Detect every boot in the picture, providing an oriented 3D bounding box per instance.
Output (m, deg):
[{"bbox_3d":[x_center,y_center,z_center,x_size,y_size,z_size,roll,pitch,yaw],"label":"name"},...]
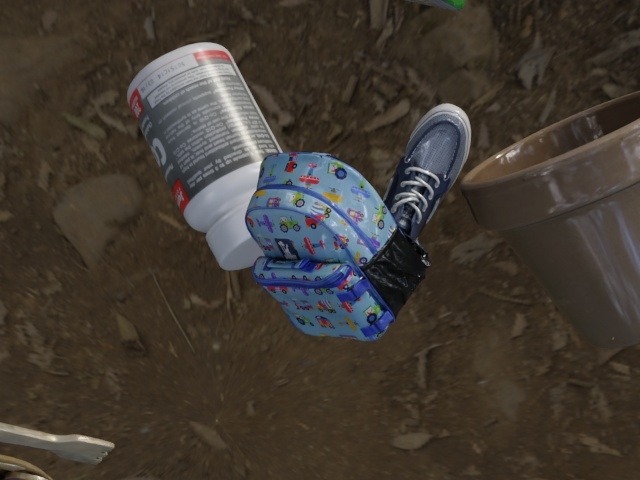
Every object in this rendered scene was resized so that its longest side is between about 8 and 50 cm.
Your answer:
[{"bbox_3d":[0.108,-0.052,1.196,0.069,0.086,0.190,22,121,1],"label":"boot"}]

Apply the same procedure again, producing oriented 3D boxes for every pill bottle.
[{"bbox_3d":[-0.138,-0.113,1.504,0.161,0.161,0.283,-25,75,-9],"label":"pill bottle"}]

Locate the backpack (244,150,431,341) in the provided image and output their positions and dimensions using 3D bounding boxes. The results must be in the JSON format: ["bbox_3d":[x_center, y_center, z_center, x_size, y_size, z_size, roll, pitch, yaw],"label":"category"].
[{"bbox_3d":[0.000,0.000,1.064,0.117,0.158,0.173,-56,130,-27],"label":"backpack"}]

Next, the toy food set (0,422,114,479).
[{"bbox_3d":[-0.237,0.190,0.760,0.132,0.192,0.039,18,44,-29],"label":"toy food set"}]

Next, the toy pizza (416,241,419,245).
[{"bbox_3d":[0.055,-0.012,1.589,0.201,0.201,0.032,31,116,0],"label":"toy pizza"}]

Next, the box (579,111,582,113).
[{"bbox_3d":[0.433,-0.135,1.555,0.168,0.054,0.059,16,38,34],"label":"box"}]

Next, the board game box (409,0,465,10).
[{"bbox_3d":[-0.094,-0.186,0.537,0.316,0.242,0.064,16,101,14],"label":"board game box"}]

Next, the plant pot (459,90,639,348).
[{"bbox_3d":[0.317,-0.017,1.197,0.263,0.263,0.229,-28,98,-9],"label":"plant pot"}]
